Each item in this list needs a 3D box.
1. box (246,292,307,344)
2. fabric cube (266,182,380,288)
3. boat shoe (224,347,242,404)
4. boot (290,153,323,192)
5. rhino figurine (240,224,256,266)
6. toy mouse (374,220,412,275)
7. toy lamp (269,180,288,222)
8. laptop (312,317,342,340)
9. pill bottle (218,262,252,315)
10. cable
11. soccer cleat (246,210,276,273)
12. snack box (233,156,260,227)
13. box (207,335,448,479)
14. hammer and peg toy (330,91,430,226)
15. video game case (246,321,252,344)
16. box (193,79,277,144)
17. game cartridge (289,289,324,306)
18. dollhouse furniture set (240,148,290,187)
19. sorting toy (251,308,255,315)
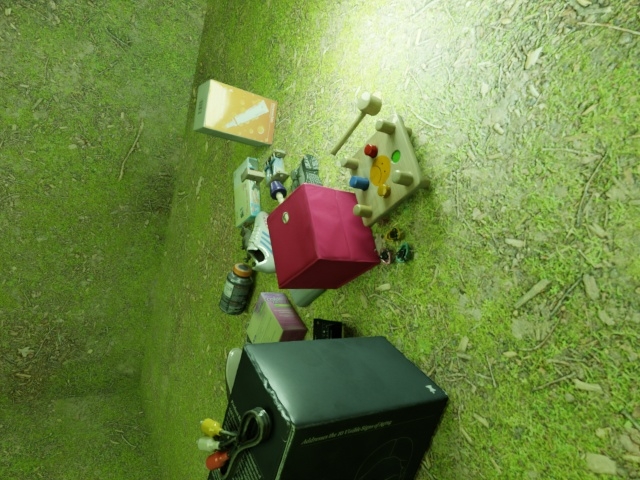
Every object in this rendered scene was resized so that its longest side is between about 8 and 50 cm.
[{"bbox_3d":[-0.187,0.374,1.666,0.243,0.117,0.214,47,122,46],"label":"box"},{"bbox_3d":[0.000,0.000,1.335,0.254,0.258,0.259,-36,58,45],"label":"fabric cube"},{"bbox_3d":[-0.406,0.683,1.928,0.096,0.116,0.325,-22,76,51],"label":"boat shoe"},{"bbox_3d":[-0.063,-0.212,1.630,0.161,0.083,0.247,-41,47,53],"label":"boot"},{"bbox_3d":[-0.357,0.009,2.000,0.106,0.073,0.243,-62,40,35],"label":"rhino figurine"},{"bbox_3d":[0.226,0.037,1.205,0.161,0.031,0.143,-30,61,47],"label":"toy mouse"},{"bbox_3d":[-0.160,-0.152,1.746,0.080,0.080,0.275,-53,48,36],"label":"toy lamp"},{"bbox_3d":[-0.001,0.397,1.381,0.264,0.136,0.235,-6,79,54],"label":"laptop"},{"bbox_3d":[-0.413,0.238,1.996,0.130,0.130,0.246,44,120,48],"label":"pill bottle"},{"bbox_3d":[-0.197,0.450,0.875,0.287,0.072,0.140,-39,59,47],"label":"cable"},{"bbox_3d":[-0.272,-0.003,1.820,0.116,0.143,0.332,-48,48,40],"label":"soccer cleat"},{"bbox_3d":[-0.384,-0.245,2.088,0.187,0.060,0.322,-27,63,50],"label":"snack box"},{"bbox_3d":[0.007,0.536,1.052,0.297,0.479,0.472,39,116,51],"label":"box"},{"bbox_3d":[0.174,-0.252,1.243,0.266,0.127,0.362,-42,53,46],"label":"hammer and peg toy"},{"bbox_3d":[-0.303,0.483,1.897,0.190,0.022,0.173,-4,82,55],"label":"video game case"},{"bbox_3d":[-0.405,-0.596,1.923,0.168,0.345,0.215,11,94,54],"label":"box"},{"bbox_3d":[-0.076,0.105,1.608,0.196,0.060,0.295,-49,47,44],"label":"game cartridge"},{"bbox_3d":[-0.252,-0.332,1.806,0.129,0.183,0.130,-38,55,46],"label":"dollhouse furniture set"},{"bbox_3d":[-0.311,0.363,1.933,0.083,0.012,0.062,-11,75,54],"label":"sorting toy"}]
